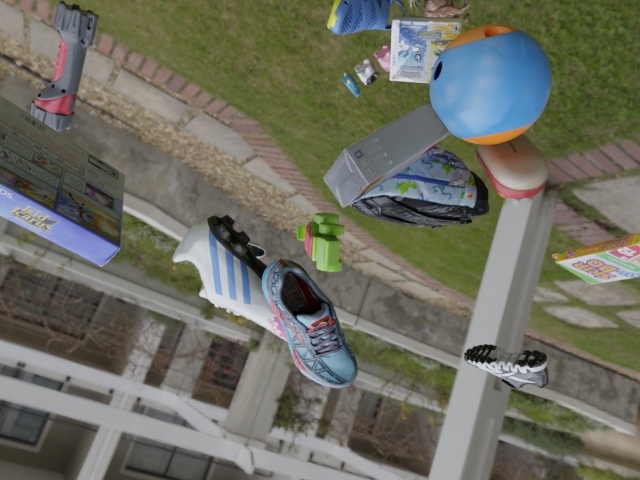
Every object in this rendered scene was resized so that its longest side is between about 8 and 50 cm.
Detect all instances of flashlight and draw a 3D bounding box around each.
[{"bbox_3d":[-0.642,-0.430,1.362,0.103,0.304,0.103,-2,-147,-44],"label":"flashlight"}]

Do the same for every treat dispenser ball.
[{"bbox_3d":[0.417,-0.383,1.361,0.288,0.288,0.288,19,165,5],"label":"treat dispenser ball"}]

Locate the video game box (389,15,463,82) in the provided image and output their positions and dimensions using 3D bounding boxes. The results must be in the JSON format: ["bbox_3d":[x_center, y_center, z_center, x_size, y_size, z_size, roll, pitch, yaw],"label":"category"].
[{"bbox_3d":[0.312,-0.569,1.645,0.205,0.048,0.187,8,130,15],"label":"video game box"}]

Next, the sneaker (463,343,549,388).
[{"bbox_3d":[0.472,0.327,1.392,0.234,0.078,0.106,-5,117,50],"label":"sneaker"}]

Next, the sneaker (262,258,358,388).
[{"bbox_3d":[-0.017,0.152,0.957,0.262,0.104,0.125,57,164,-2],"label":"sneaker"}]

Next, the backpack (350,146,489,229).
[{"bbox_3d":[0.238,-0.151,1.510,0.356,0.273,0.290,-9,-177,-32],"label":"backpack"}]

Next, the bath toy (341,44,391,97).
[{"bbox_3d":[0.259,-0.710,2.206,0.348,0.151,0.129,-29,131,22],"label":"bath toy"}]

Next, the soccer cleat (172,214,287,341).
[{"bbox_3d":[-0.147,0.100,1.078,0.331,0.143,0.116,50,-165,-13],"label":"soccer cleat"}]

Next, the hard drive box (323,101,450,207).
[{"bbox_3d":[0.140,-0.187,1.216,0.089,0.232,0.181,56,162,2],"label":"hard drive box"}]

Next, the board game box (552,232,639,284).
[{"bbox_3d":[0.668,0.048,1.264,0.124,0.039,0.259,29,162,-13],"label":"board game box"}]

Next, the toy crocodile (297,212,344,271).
[{"bbox_3d":[0.000,0.000,1.414,0.105,0.115,0.340,2,-167,-6],"label":"toy crocodile"}]

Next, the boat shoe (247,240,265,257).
[{"bbox_3d":[-0.246,0.021,1.587,0.184,0.066,0.063,19,176,-28],"label":"boat shoe"}]

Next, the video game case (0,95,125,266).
[{"bbox_3d":[-0.481,-0.106,0.974,0.269,0.061,0.244,36,-159,-36],"label":"video game case"}]

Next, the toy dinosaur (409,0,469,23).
[{"bbox_3d":[0.395,-0.803,1.881,0.200,0.295,0.127,-17,-171,14],"label":"toy dinosaur"}]

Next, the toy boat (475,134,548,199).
[{"bbox_3d":[0.510,-0.180,1.477,0.151,0.231,0.151,-7,128,0],"label":"toy boat"}]

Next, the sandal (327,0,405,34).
[{"bbox_3d":[0.143,-0.661,1.589,0.138,0.317,0.126,42,140,13],"label":"sandal"}]
